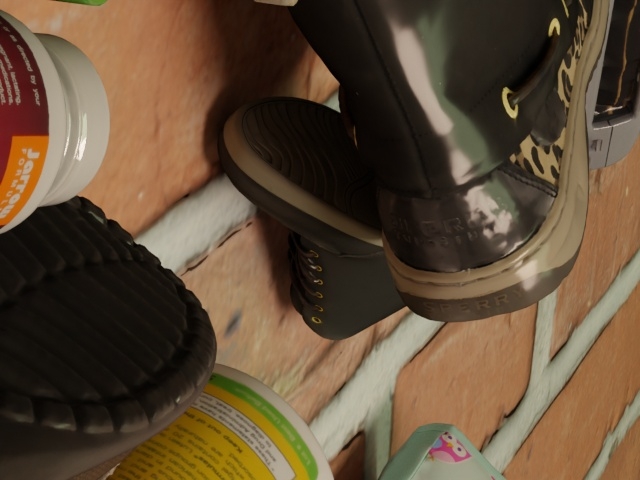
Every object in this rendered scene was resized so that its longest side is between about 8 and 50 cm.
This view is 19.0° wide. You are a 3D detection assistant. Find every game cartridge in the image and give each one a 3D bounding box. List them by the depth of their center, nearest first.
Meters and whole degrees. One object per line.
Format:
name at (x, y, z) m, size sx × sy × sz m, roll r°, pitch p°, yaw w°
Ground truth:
game cartridge at (0.167, -0.203, 1.255) m, size 0.297 × 0.062 × 0.198 m, roll 87°, pitch -10°, yaw -61°

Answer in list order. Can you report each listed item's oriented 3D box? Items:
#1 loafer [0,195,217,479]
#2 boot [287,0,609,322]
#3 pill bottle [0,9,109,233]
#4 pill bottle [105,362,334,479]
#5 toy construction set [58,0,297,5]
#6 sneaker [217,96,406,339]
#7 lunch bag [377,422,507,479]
loafer at (-0.163, 0.082, 0.683) m, size 0.130 × 0.134 × 0.366 m, roll -49°, pitch 175°, yaw 29°
boot at (0.047, -0.179, 0.989) m, size 0.377 × 0.138 × 0.284 m, roll -82°, pitch 153°, yaw -42°
pill bottle at (-0.142, -0.040, 0.645) m, size 0.152 × 0.086 × 0.086 m, roll -8°, pitch 109°, yaw -58°
pill bottle at (-0.100, 0.157, 0.825) m, size 0.246 × 0.136 × 0.136 m, roll -38°, pitch 136°, yaw -59°
toy construction set at (-0.058, -0.210, 0.583) m, size 0.257 × 0.237 × 0.308 m, roll -23°, pitch 122°, yaw -65°
sneaker at (0.000, 0.000, 1.080) m, size 0.222 × 0.118 × 0.083 m, roll 24°, pitch 42°, yaw -44°
lunch bag at (0.069, 0.284, 1.311) m, size 0.223 × 0.160 × 0.262 m, roll -46°, pitch 132°, yaw -48°
